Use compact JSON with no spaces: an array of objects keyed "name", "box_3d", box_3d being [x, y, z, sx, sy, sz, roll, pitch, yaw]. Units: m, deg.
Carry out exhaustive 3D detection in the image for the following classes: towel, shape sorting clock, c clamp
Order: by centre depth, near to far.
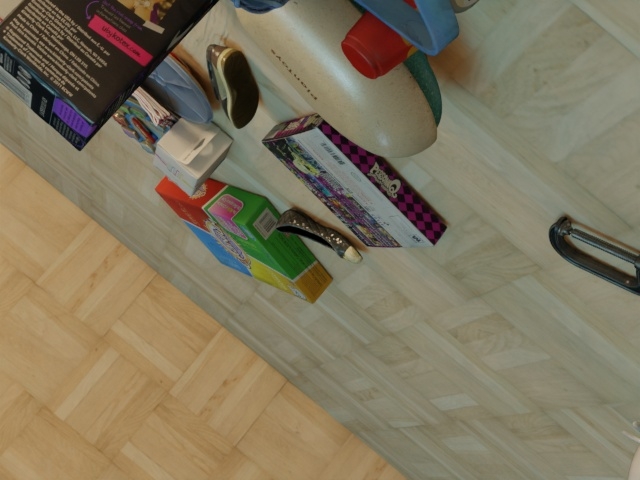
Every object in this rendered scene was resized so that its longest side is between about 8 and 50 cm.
[{"name":"c clamp","box_3d":[0.317,0.014,1.242,0.160,0.022,0.137,25,164,37]},{"name":"towel","box_3d":[-0.294,-0.233,1.832,0.144,0.029,0.197,42,180,0]},{"name":"shape sorting clock","box_3d":[-0.302,-0.190,2.039,0.206,0.040,0.206,36,165,12]}]

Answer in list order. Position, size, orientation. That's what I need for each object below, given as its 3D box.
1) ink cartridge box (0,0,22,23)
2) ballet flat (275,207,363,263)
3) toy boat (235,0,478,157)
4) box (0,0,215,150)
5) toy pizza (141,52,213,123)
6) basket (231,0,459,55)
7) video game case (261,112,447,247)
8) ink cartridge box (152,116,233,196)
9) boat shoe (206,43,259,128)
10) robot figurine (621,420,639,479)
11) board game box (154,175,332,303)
[{"name":"ink cartridge box","box_3d":[-0.423,-0.335,1.744,0.127,0.128,0.176,41,164,-5]},{"name":"ballet flat","box_3d":[0.000,0.000,1.864,0.173,0.049,0.057,29,163,32]},{"name":"toy boat","box_3d":[0.052,-0.202,1.059,0.267,0.148,0.318,48,170,-13]},{"name":"box","box_3d":[-0.227,-0.255,1.254,0.143,0.270,0.165,42,164,-9]},{"name":"toy pizza","box_3d":[-0.237,-0.257,1.720,0.201,0.032,0.201,36,164,12]},{"name":"basket","box_3d":[-0.021,-0.280,0.842,0.289,0.201,0.255,39,167,40]},{"name":"video game case","box_3d":[0.042,-0.079,1.559,0.232,0.042,0.210,44,164,-16]},{"name":"ink cartridge box","box_3d":[-0.211,-0.148,1.854,0.090,0.092,0.143,40,163,-1]},{"name":"boat shoe","box_3d":[-0.123,-0.216,1.547,0.049,0.056,0.152,37,156,26]},{"name":"robot figurine","box_3d":[0.511,0.322,1.315,0.353,0.200,0.300,35,160,15]},{"name":"board game box","box_3d":[-0.150,-0.013,2.141,0.316,0.064,0.242,20,156,50]}]
